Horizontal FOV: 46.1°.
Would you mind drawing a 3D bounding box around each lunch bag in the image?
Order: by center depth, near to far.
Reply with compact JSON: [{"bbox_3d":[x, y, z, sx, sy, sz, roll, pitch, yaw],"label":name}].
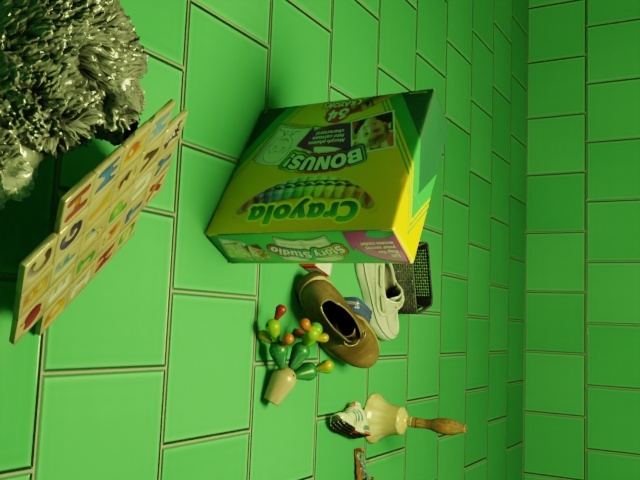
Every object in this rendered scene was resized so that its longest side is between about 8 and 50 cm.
[{"bbox_3d":[0.077,0.170,1.732,0.098,0.067,0.065,48,49,-49],"label":"lunch bag"}]

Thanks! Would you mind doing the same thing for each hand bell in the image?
[{"bbox_3d":[0.237,0.443,1.827,0.126,0.241,0.126,4,86,-60],"label":"hand bell"}]

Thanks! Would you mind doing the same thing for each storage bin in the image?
[{"bbox_3d":[0.234,0.098,1.996,0.122,0.084,0.180,-19,104,-59],"label":"storage bin"}]

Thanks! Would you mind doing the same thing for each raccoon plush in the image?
[{"bbox_3d":[-0.364,-0.225,0.784,0.299,0.216,0.447,-47,144,-49],"label":"raccoon plush"}]

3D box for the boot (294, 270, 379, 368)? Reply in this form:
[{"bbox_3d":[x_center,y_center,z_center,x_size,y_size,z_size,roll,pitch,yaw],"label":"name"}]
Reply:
[{"bbox_3d":[0.054,0.200,1.608,0.112,0.115,0.305,-41,129,-4],"label":"boot"}]

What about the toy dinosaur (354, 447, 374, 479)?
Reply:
[{"bbox_3d":[0.098,0.536,1.786,0.090,0.047,0.082,-44,108,-40],"label":"toy dinosaur"}]

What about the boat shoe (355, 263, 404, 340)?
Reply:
[{"bbox_3d":[0.164,0.137,1.865,0.096,0.088,0.268,-48,129,-51],"label":"boat shoe"}]

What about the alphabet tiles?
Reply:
[{"bbox_3d":[-0.280,-0.026,0.973,0.343,0.011,0.285,-58,180,-44],"label":"alphabet tiles"}]

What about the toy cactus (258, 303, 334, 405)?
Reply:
[{"bbox_3d":[-0.061,0.233,1.482,0.181,0.112,0.219,-59,143,-15],"label":"toy cactus"}]

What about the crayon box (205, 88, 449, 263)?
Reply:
[{"bbox_3d":[0.016,-0.110,1.337,0.106,0.362,0.313,57,42,-42],"label":"crayon box"}]

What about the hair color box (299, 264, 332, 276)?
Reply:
[{"bbox_3d":[0.000,0.000,1.627,0.072,0.043,0.141,39,57,-53],"label":"hair color box"}]

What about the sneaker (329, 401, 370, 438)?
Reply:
[{"bbox_3d":[0.065,0.405,1.728,0.161,0.057,0.075,40,38,-51],"label":"sneaker"}]
